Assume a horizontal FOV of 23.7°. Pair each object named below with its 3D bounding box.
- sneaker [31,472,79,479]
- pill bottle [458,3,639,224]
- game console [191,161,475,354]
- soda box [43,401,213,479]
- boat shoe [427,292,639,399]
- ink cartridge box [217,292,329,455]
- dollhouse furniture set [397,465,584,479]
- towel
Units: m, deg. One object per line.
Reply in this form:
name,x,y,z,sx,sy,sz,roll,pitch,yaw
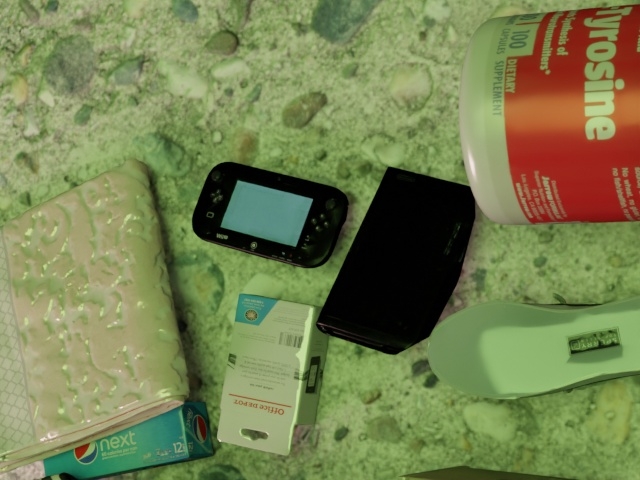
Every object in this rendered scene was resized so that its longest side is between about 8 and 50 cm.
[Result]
sneaker,-0.281,0.495,1.851,0.257,0.169,0.448,-22,91,5
pill bottle,0.367,-0.135,1.589,0.407,0.229,0.229,-2,85,23
game console,0.000,0.000,1.804,0.361,0.044,0.213,15,70,29
soda box,-0.243,0.254,1.907,0.210,0.067,0.071,-14,79,22
boat shoe,0.274,0.112,1.677,0.306,0.105,0.113,-14,76,15
ink cartridge box,-0.055,0.160,1.837,0.104,0.060,0.180,9,89,23
dollhouse furniture set,0.171,0.407,1.610,0.198,0.286,0.303,0,88,37
towel,-0.326,0.097,1.927,0.317,0.053,0.332,-23,64,20
